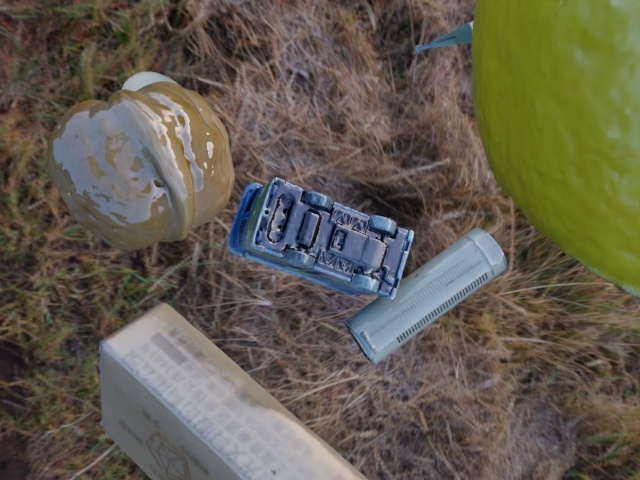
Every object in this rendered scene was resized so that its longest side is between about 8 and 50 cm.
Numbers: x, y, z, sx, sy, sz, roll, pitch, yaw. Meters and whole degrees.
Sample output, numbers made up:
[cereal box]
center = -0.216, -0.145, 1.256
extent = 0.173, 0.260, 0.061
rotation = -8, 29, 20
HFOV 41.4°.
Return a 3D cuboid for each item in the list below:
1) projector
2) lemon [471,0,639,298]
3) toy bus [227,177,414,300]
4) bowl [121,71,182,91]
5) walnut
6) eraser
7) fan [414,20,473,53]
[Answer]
[projector]
center = 0.209, 0.109, 1.680
extent = 0.337, 0.108, 0.108
rotation = -35, 81, -7
[lemon]
center = 0.258, -0.149, 0.432
extent = 0.364, 0.364, 0.364
rotation = -1, 85, 9
[toy bus]
center = 0.000, 0.000, 1.637
extent = 0.312, 0.190, 0.152
rotation = 21, 82, -21
[bowl]
center = -0.365, -0.192, 1.828
extent = 0.146, 0.313, 0.313
rotation = -22, 82, 28
[walnut]
center = -0.288, -0.123, 1.409
extent = 0.296, 0.285, 0.285
rotation = -27, 80, -30
[eraser]
center = -0.049, 0.206, 0.711
extent = 0.343, 0.144, 0.078
rotation = 37, 50, 21
[fan]
center = 0.235, -0.378, 1.612
extent = 0.016, 0.193, 0.038
rotation = -13, 97, -25
